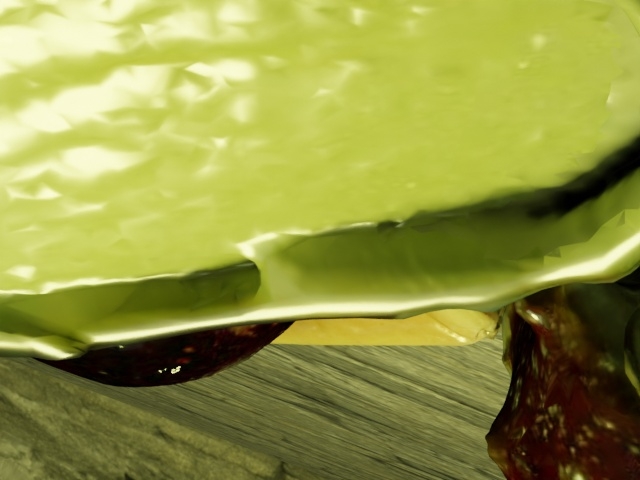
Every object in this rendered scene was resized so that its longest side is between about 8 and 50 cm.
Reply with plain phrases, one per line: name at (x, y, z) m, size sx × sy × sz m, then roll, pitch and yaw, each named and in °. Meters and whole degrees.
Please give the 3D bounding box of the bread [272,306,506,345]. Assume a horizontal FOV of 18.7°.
bread at (0.000, 0.000, 1.203) m, size 0.241 × 0.107 × 0.136 m, roll -3°, pitch 159°, yaw 34°

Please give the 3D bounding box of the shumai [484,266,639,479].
shumai at (0.199, 0.108, 1.007) m, size 0.292 × 0.289 × 0.330 m, roll 20°, pitch 166°, yaw -14°

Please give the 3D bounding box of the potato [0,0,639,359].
potato at (-0.011, -0.113, 0.649) m, size 0.280 × 0.213 × 0.330 m, roll 3°, pitch 152°, yaw 1°

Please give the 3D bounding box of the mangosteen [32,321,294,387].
mangosteen at (-0.088, -0.054, 0.908) m, size 0.228 × 0.228 × 0.265 m, roll 17°, pitch 153°, yaw 6°
